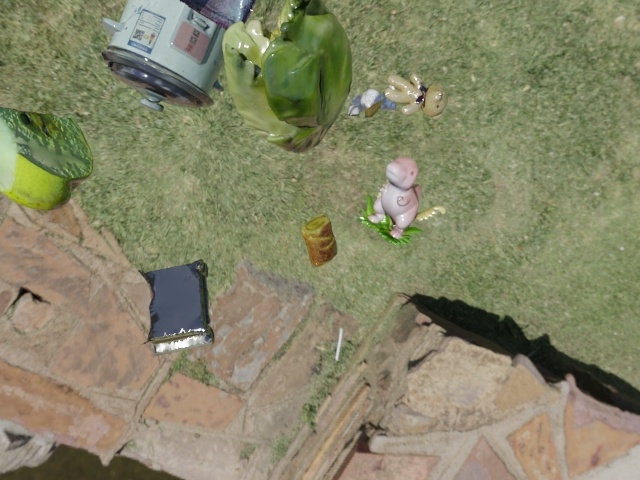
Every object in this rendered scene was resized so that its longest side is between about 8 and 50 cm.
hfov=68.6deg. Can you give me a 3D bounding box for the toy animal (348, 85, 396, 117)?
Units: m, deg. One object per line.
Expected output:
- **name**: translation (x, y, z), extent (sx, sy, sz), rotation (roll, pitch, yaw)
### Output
- **toy animal**: translation (0.183, -0.489, 1.700), extent (0.182, 0.127, 0.131), rotation (-3, 83, 10)

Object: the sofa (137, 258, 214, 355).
- **sofa**: translation (-0.413, 0.194, 1.394), extent (0.200, 0.182, 0.258), rotation (-11, 72, 2)

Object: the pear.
- **pear**: translation (-0.771, -0.202, 1.286), extent (0.176, 0.286, 0.282), rotation (-40, 81, 22)

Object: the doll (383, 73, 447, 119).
- **doll**: translation (0.143, -0.214, 0.701), extent (0.093, 0.051, 0.061), rotation (16, 94, 12)

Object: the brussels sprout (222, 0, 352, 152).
- **brussels sprout**: translation (-0.020, -0.166, 0.477), extent (0.139, 0.100, 0.181), rotation (-47, 141, -23)

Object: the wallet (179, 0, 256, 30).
- **wallet**: translation (-0.098, -0.343, 0.562), extent (0.111, 0.030, 0.166), rotation (36, 109, 23)

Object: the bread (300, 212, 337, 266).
- **bread**: translation (0.000, 0.000, 1.784), extent (0.132, 0.103, 0.172), rotation (-36, 134, -26)

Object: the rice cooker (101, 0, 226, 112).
- **rice cooker**: translation (-0.351, -0.448, 1.104), extent (0.317, 0.264, 0.316), rotation (-16, 116, -36)

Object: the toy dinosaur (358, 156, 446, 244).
- **toy dinosaur**: translation (0.161, -0.101, 0.999), extent (0.194, 0.152, 0.177), rotation (0, 125, -45)
